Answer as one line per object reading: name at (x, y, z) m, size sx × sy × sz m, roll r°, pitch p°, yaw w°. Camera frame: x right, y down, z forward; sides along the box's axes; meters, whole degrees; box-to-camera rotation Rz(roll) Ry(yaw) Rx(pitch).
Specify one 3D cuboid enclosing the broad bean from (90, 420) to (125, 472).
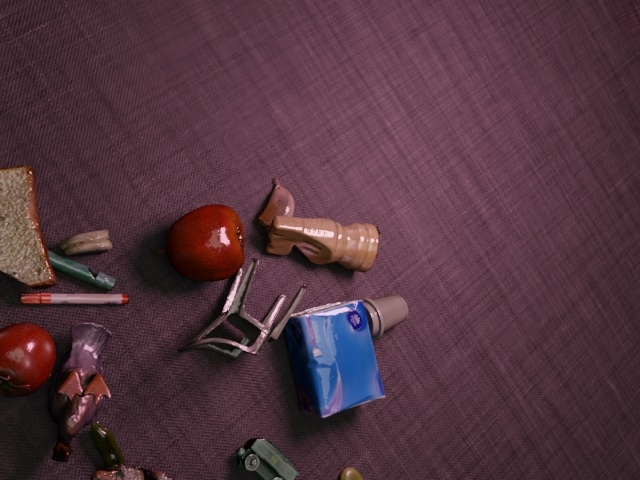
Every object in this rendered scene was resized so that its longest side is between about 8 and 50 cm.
broad bean at (-0.484, 0.526, 1.556) m, size 0.069 × 0.039 × 0.226 m, roll -8°, pitch 90°, yaw -28°

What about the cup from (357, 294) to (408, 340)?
cup at (0.168, 0.204, 1.847) m, size 0.141 × 0.120 × 0.119 m, roll -13°, pitch 89°, yaw -32°

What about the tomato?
tomato at (-0.657, 0.251, 1.459) m, size 0.167 × 0.167 × 0.167 m, roll 3°, pitch 82°, yaw -24°

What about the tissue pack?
tissue pack at (0.033, 0.301, 1.754) m, size 0.198 × 0.146 × 0.263 m, roll -12°, pitch 88°, yaw -25°

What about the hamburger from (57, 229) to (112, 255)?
hamburger at (-0.547, 0.008, 1.568) m, size 0.121 × 0.084 × 0.054 m, roll -10°, pitch 89°, yaw -23°

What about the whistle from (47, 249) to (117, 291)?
whistle at (-0.571, 0.068, 1.576) m, size 0.186 × 0.039 × 0.039 m, roll 26°, pitch 74°, yaw -18°

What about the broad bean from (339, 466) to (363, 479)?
broad bean at (0.085, 0.645, 1.793) m, size 0.063 × 0.045 × 0.083 m, roll -39°, pitch 92°, yaw -24°

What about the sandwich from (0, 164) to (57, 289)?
sandwich at (-0.726, -0.013, 1.462) m, size 0.254 × 0.100 × 0.288 m, roll -14°, pitch 87°, yaw -24°

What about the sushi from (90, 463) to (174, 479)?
sushi at (-0.413, 0.563, 1.521) m, size 0.226 × 0.103 × 0.097 m, roll 27°, pitch 57°, yaw -38°

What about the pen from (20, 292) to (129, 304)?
pen at (-0.571, 0.136, 1.572) m, size 0.239 × 0.028 × 0.028 m, roll 3°, pitch 82°, yaw -24°

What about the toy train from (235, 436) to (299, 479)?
toy train at (-0.134, 0.565, 1.693) m, size 0.172 × 0.070 × 0.099 m, roll 46°, pitch 61°, yaw -11°

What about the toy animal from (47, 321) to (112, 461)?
toy animal at (-0.535, 0.331, 1.489) m, size 0.122 × 0.185 × 0.298 m, roll 9°, pitch 55°, yaw -22°

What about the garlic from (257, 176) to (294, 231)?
garlic at (-0.106, -0.088, 1.783) m, size 0.084 × 0.066 × 0.152 m, roll 29°, pitch 75°, yaw -16°

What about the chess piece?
chess piece at (0.000, 0.000, 1.785) m, size 0.301 × 0.137 × 0.137 m, roll 10°, pitch 80°, yaw -23°

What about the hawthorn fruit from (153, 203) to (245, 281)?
hawthorn fruit at (-0.296, 0.011, 1.637) m, size 0.226 × 0.196 × 0.196 m, roll -12°, pitch 88°, yaw 0°

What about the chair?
chair at (-0.196, 0.193, 1.642) m, size 0.191 × 0.203 × 0.274 m, roll 33°, pitch 67°, yaw -12°
